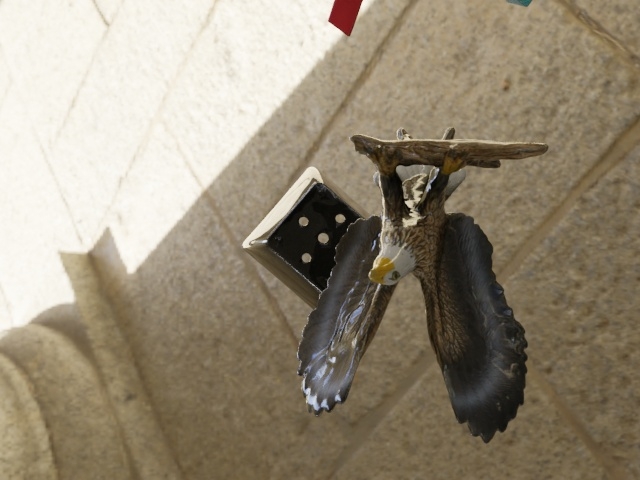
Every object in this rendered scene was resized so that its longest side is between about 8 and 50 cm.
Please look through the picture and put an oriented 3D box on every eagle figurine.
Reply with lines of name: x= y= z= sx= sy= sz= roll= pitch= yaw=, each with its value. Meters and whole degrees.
eagle figurine: x=0.094 y=0.037 z=0.842 sx=0.226 sy=0.225 sz=0.298 roll=23 pitch=118 yaw=54

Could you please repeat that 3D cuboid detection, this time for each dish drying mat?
dish drying mat: x=0.031 y=-0.244 z=0.785 sx=0.032 sy=0.008 sz=0.083 roll=41 pitch=135 yaw=20

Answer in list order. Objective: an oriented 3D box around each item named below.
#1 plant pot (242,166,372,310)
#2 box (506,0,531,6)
plant pot: x=0.000 y=0.000 z=1.284 sx=0.188 sy=0.167 sz=0.187 roll=41 pitch=87 yaw=-3
box: x=0.326 y=-0.468 z=1.148 sx=0.244 sy=0.101 sz=0.060 roll=-55 pitch=27 yaw=10
